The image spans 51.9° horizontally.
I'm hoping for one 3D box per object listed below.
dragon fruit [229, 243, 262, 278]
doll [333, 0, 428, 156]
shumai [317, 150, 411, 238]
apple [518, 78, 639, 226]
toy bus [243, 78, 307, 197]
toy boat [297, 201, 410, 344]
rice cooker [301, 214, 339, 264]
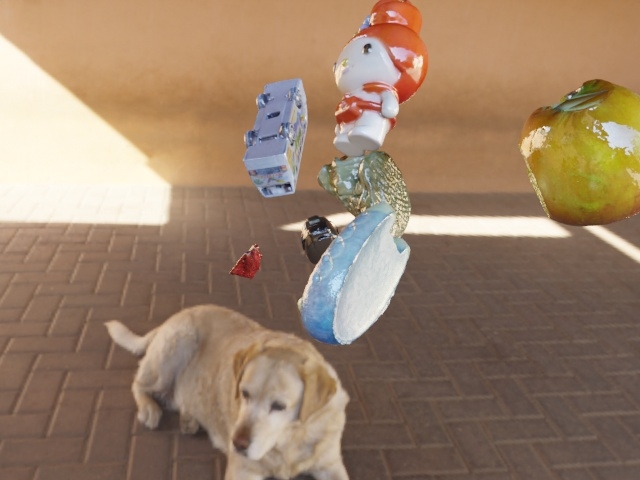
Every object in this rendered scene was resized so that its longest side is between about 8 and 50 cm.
[{"bbox_3d":[-0.209,0.066,1.999,0.063,0.131,0.097,41,25,1],"label":"dragon fruit"},{"bbox_3d":[0.093,-0.267,1.017,0.130,0.290,0.161,26,-22,-25],"label":"doll"},{"bbox_3d":[0.124,-0.117,1.864,0.204,0.271,0.222,-12,3,38],"label":"shumai"},{"bbox_3d":[0.681,-0.226,1.690,0.375,0.373,0.384,-1,13,-24],"label":"apple"},{"bbox_3d":[-0.092,-0.245,1.522,0.109,0.135,0.329,-9,40,15],"label":"toy bus"},{"bbox_3d":[0.063,0.072,1.397,0.123,0.215,0.329,16,60,34],"label":"toy boat"},{"bbox_3d":[0.000,0.000,2.367,0.142,0.203,0.118,-18,47,-7],"label":"rice cooker"}]
